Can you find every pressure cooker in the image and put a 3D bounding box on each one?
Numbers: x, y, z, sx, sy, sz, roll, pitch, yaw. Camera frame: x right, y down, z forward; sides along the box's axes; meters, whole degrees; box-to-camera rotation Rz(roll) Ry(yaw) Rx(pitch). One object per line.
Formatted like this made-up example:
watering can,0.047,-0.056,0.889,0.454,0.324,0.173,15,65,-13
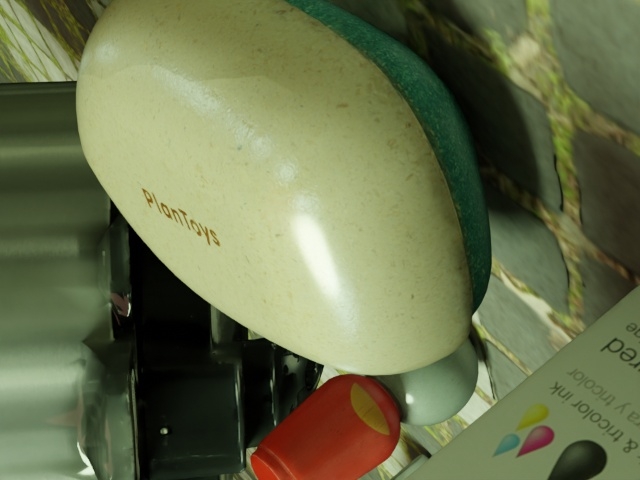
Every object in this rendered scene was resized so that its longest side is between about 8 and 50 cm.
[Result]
pressure cooker,-0.205,0.067,0.852,0.375,0.420,0.370,97,167,-57

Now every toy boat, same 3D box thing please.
toy boat,0.000,0.000,0.611,0.267,0.148,0.318,32,148,44

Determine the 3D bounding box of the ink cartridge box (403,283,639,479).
ink cartridge box,0.106,0.193,0.416,0.198,0.270,0.197,40,161,42

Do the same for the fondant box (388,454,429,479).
fondant box,0.141,0.356,1.062,0.238,0.096,0.330,46,165,27
